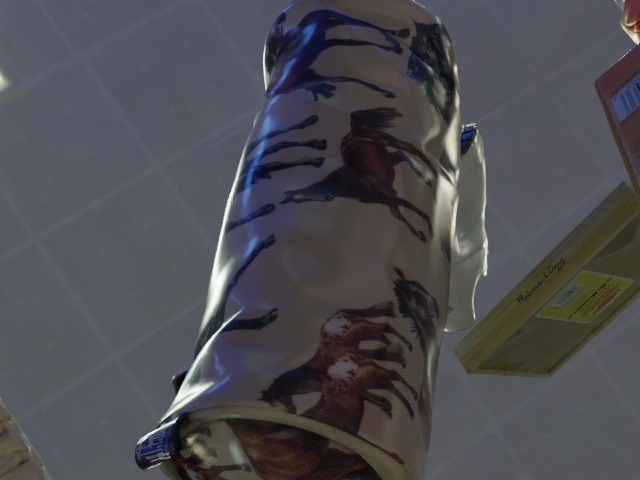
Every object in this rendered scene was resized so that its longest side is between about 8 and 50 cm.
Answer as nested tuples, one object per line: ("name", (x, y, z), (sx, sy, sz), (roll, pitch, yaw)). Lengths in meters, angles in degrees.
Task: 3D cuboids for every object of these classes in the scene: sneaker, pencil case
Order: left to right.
("pencil case", (0.000, 0.000, 0.695), (0.160, 0.183, 0.410), (57, -147, -42))
("sneaker", (0.140, -0.020, 1.147), (0.129, 0.111, 0.297), (51, -140, -30))

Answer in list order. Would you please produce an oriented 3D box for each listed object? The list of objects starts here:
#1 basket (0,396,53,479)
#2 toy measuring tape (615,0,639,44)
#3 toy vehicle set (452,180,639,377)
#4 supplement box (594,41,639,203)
("basket", (-0.383, 0.304, 0.878), (0.331, 0.266, 0.328), (-32, -96, -24))
("toy measuring tape", (0.384, -0.281, 1.113), (0.121, 0.330, 0.121), (0, -59, -1))
("toy vehicle set", (0.285, 0.053, 1.091), (0.166, 0.267, 0.035), (11, -141, -45))
("supplement box", (0.202, -0.028, 0.485), (0.078, 0.080, 0.233), (36, -148, -20))
